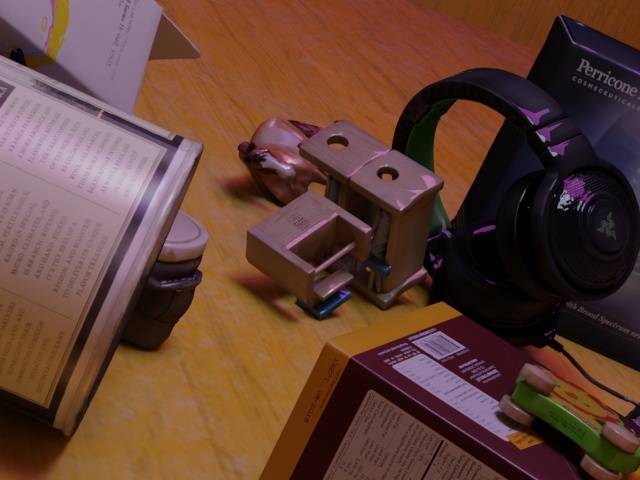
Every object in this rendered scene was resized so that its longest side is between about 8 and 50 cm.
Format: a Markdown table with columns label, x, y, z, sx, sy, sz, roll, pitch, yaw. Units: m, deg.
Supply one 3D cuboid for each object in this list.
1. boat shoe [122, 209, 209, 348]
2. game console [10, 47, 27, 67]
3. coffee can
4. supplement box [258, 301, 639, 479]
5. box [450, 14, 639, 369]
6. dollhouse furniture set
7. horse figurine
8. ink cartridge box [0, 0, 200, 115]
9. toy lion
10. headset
| label | x | y | z | sx | sy | sz | roll | pitch | yaw |
| --- | --- | --- | --- | --- | --- | --- | --- | --- | --- |
| boat shoe | -0.236 | -0.026 | 1.079 | 0.335 | 0.095 | 0.112 | 28 | 20 | 24 |
| game console | -0.183 | -0.084 | 1.037 | 0.071 | 0.107 | 0.122 | -14 | 25 | -7 |
| coffee can | -0.237 | -0.025 | 0.859 | 0.275 | 0.201 | 0.201 | 24 | 18 | -4 |
| supplement box | 0.096 | 0.154 | 0.916 | 0.194 | 0.129 | 0.191 | 33 | 19 | 21 |
| box | 0.329 | -0.044 | 1.521 | 0.296 | 0.294 | 0.182 | 24 | 18 | -4 |
| dollhouse furniture set | 0.000 | 0.000 | 1.296 | 0.129 | 0.129 | 0.184 | 34 | 49 | 27 |
| horse figurine | -0.020 | -0.083 | 1.540 | 0.174 | 0.066 | 0.263 | 27 | 19 | -13 |
| ink cartridge box | -0.277 | -0.188 | 1.152 | 0.207 | 0.119 | 0.353 | 1 | -22 | 31 |
| toy lion | 0.162 | 0.110 | 0.872 | 0.100 | 0.034 | 0.096 | 36 | 12 | 29 |
| headset | 0.224 | 0.012 | 1.340 | 0.185 | 0.243 | 0.394 | -22 | 76 | -33 |
